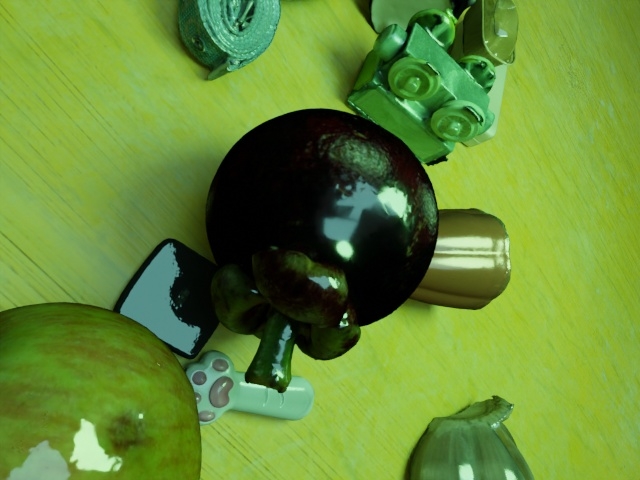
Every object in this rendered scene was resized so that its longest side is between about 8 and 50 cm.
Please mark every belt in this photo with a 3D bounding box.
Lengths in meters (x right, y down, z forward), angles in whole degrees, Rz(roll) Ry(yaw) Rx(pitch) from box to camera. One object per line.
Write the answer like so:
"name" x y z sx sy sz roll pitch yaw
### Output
"belt" -0.137 -0.338 0.604 0.163 0.082 0.148 -49 120 -33

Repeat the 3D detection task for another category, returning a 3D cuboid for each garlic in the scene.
"garlic" 0.281 0.440 0.741 0.237 0.210 0.292 31 56 -64

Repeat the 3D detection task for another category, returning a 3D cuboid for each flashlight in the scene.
"flashlight" -0.093 0.211 0.561 0.200 0.047 0.093 21 76 -29

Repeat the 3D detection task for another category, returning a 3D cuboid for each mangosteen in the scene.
"mangosteen" -0.004 -0.014 0.501 0.297 0.297 0.313 65 18 -7

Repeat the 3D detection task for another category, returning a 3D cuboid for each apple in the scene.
"apple" -0.229 0.192 0.357 0.264 0.264 0.264 6 79 -33

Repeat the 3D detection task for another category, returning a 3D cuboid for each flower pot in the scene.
"flower pot" 0.204 0.033 0.723 0.173 0.190 0.191 1 82 -22

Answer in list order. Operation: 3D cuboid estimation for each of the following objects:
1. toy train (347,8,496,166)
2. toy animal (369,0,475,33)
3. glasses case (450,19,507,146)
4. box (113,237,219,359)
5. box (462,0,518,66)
"toy train" 0.192 -0.273 0.751 0.271 0.188 0.159 31 66 -23
"toy animal" 0.218 -0.526 0.809 0.212 0.212 0.267 42 59 -21
"glasses case" 0.363 -0.381 0.952 0.131 0.070 0.313 27 68 -27
"box" -0.186 0.075 0.537 0.125 0.027 0.126 37 65 -21
"box" 0.364 -0.446 0.860 0.111 0.111 0.177 14 74 -31
